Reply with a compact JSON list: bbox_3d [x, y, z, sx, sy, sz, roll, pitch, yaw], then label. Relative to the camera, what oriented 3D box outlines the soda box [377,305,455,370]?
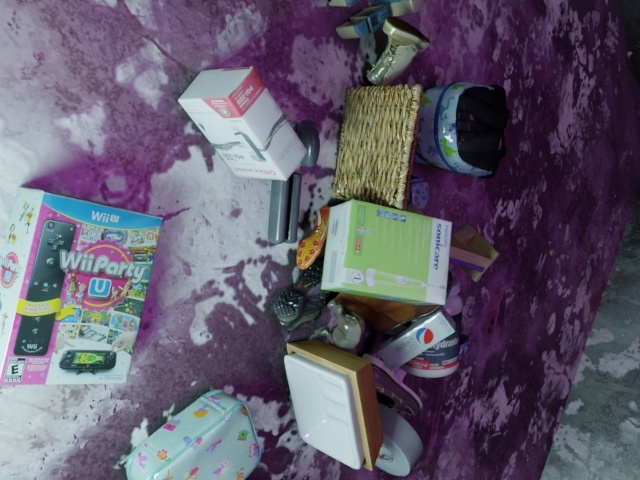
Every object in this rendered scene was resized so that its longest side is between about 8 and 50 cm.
[{"bbox_3d":[0.264,0.269,1.664,0.069,0.216,0.074,53,18,-1],"label":"soda box"}]

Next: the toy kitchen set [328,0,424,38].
[{"bbox_3d":[0.128,-0.593,1.438,0.207,0.122,0.166,-45,128,-32],"label":"toy kitchen set"}]

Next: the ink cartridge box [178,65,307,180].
[{"bbox_3d":[-0.150,-0.224,1.189,0.092,0.159,0.218,-59,134,-23],"label":"ink cartridge box"}]

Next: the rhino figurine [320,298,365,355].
[{"bbox_3d":[0.054,0.258,1.532,0.073,0.106,0.243,-23,140,-33],"label":"rhino figurine"}]

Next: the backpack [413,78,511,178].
[{"bbox_3d":[0.387,-0.316,1.716,0.355,0.273,0.290,-25,121,-66],"label":"backpack"}]

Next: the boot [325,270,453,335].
[{"bbox_3d":[0.178,0.122,1.583,0.280,0.264,0.096,32,33,-37],"label":"boot"}]

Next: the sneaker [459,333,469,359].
[{"bbox_3d":[0.461,0.382,2.078,0.144,0.053,0.059,-42,127,-23],"label":"sneaker"}]

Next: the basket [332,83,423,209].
[{"bbox_3d":[0.191,-0.225,1.517,0.213,0.223,0.299,5,94,-48],"label":"basket"}]

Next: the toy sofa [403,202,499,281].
[{"bbox_3d":[0.343,0.034,1.745,0.363,0.150,0.177,14,118,-48],"label":"toy sofa"}]

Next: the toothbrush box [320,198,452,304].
[{"bbox_3d":[0.160,0.035,1.446,0.283,0.122,0.206,10,79,-22],"label":"toothbrush box"}]

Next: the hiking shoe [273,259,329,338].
[{"bbox_3d":[-0.025,0.138,1.482,0.227,0.086,0.114,-38,141,-31],"label":"hiking shoe"}]

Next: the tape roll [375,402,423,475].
[{"bbox_3d":[0.173,0.547,1.672,0.072,0.219,0.219,-43,127,-33],"label":"tape roll"}]

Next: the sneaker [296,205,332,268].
[{"bbox_3d":[0.000,0.000,1.477,0.175,0.064,0.067,-59,138,-18],"label":"sneaker"}]

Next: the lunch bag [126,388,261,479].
[{"bbox_3d":[-0.260,0.470,1.264,0.279,0.108,0.224,-35,128,-35],"label":"lunch bag"}]

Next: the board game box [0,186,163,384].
[{"bbox_3d":[-0.415,0.082,1.017,0.224,0.098,0.303,14,88,-49],"label":"board game box"}]

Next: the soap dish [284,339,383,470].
[{"bbox_3d":[0.037,0.392,1.479,0.118,0.229,0.290,-30,120,-38],"label":"soap dish"}]

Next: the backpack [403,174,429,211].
[{"bbox_3d":[0.252,-0.121,1.710,0.105,0.084,0.114,-13,111,-43],"label":"backpack"}]

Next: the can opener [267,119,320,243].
[{"bbox_3d":[-0.060,-0.129,1.357,0.076,0.095,0.283,-3,101,-47],"label":"can opener"}]

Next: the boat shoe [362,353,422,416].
[{"bbox_3d":[0.195,0.442,1.762,0.305,0.109,0.091,48,64,-35],"label":"boat shoe"}]

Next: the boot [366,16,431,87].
[{"bbox_3d":[0.173,-0.455,1.488,0.165,0.077,0.213,-47,164,25],"label":"boot"}]

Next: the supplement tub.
[{"bbox_3d":[0.320,0.247,1.786,0.191,0.191,0.272,-13,108,-45],"label":"supplement tub"}]
